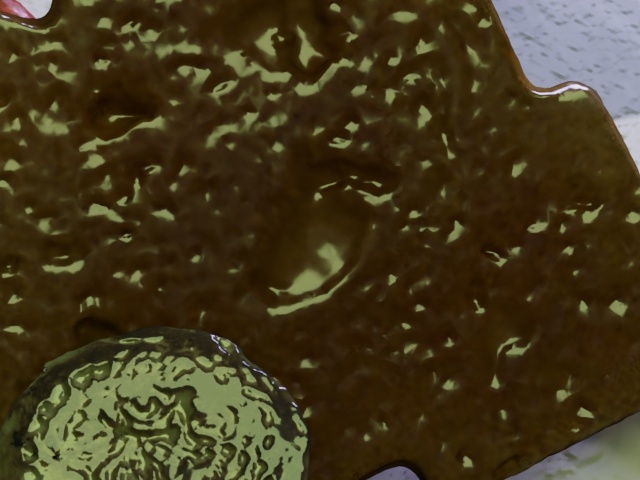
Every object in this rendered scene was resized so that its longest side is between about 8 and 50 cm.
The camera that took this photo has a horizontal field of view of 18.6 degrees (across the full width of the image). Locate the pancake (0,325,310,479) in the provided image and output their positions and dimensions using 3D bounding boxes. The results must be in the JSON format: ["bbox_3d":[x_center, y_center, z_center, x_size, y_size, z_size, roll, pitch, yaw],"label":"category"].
[{"bbox_3d":[-0.059,0.081,0.673,0.115,0.011,0.115,0,72,-1],"label":"pancake"}]

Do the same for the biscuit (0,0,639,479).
[{"bbox_3d":[0.000,0.000,0.719,0.301,0.043,0.278,24,90,-6],"label":"biscuit"}]

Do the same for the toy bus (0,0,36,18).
[{"bbox_3d":[-0.180,-0.034,0.753,0.174,0.079,0.077,-34,60,-19],"label":"toy bus"}]
